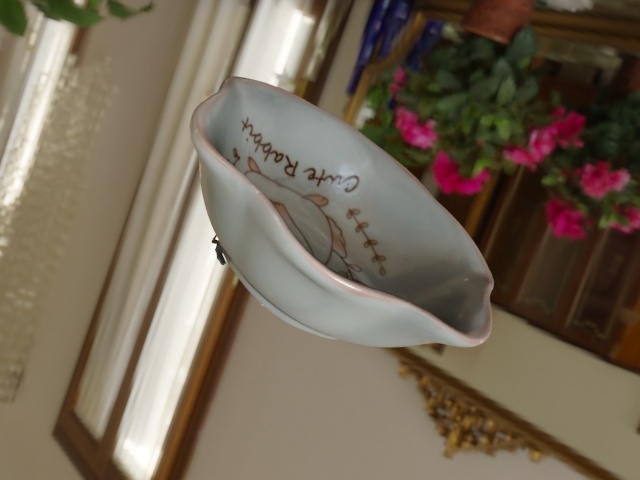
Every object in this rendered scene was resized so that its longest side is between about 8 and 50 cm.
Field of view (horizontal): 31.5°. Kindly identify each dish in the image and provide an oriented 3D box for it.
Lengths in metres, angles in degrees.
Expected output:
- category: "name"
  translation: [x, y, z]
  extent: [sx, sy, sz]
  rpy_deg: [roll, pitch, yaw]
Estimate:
- category: "dish"
  translation: [0.000, 0.000, 0.694]
  extent: [0.229, 0.081, 0.229]
  rpy_deg: [33, -157, -16]
